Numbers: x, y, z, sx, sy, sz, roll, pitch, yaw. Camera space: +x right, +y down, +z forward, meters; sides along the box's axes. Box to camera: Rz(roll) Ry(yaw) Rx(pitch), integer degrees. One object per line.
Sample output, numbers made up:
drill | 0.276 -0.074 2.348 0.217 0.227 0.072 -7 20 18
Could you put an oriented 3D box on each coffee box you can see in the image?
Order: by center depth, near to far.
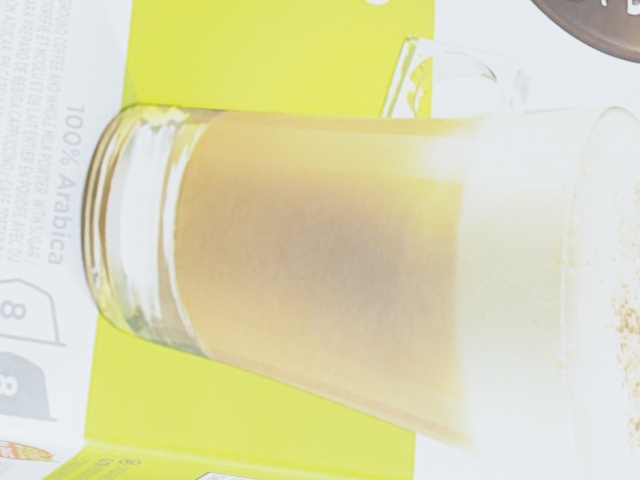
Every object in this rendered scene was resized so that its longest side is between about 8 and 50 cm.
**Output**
coffee box | -0.012 -0.023 0.724 0.338 0.334 0.337 141 -44 -62
